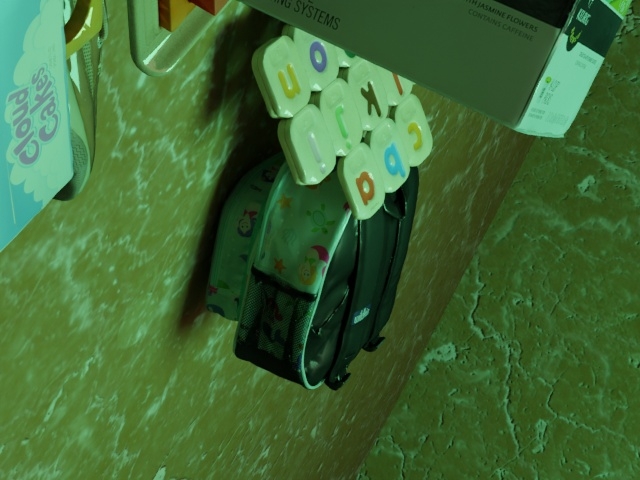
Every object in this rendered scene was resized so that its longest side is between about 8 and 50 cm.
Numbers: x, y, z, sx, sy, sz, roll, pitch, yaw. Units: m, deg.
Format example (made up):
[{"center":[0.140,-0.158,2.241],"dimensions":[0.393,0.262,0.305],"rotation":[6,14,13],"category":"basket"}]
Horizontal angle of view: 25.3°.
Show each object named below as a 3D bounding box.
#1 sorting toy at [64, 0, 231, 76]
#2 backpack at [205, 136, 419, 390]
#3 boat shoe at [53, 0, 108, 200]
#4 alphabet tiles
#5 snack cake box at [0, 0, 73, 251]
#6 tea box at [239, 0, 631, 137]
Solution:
[{"center":[-0.053,-0.207,0.861],"dimensions":[0.347,0.047,0.196],"rotation":[-53,164,-24],"category":"sorting toy"},{"center":[0.000,0.000,1.543],"dimensions":[0.225,0.191,0.253],"rotation":[-38,151,-52],"category":"backpack"},{"center":[-0.176,-0.145,0.881],"dimensions":[0.116,0.123,0.324],"rotation":[-56,165,-30],"category":"boat shoe"},{"center":[0.029,-0.176,1.407],"dimensions":[0.284,0.021,0.278],"rotation":[-47,122,-47],"category":"alphabet tiles"},{"center":[-0.213,-0.127,0.721],"dimensions":[0.089,0.152,0.264],"rotation":[-51,161,-36],"category":"snack cake box"},{"center":[0.097,-0.293,1.112],"dimensions":[0.323,0.329,0.220],"rotation":[-65,163,11],"category":"tea box"}]
